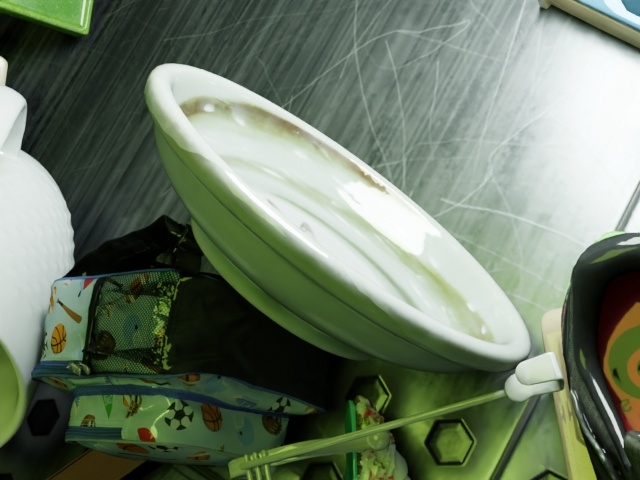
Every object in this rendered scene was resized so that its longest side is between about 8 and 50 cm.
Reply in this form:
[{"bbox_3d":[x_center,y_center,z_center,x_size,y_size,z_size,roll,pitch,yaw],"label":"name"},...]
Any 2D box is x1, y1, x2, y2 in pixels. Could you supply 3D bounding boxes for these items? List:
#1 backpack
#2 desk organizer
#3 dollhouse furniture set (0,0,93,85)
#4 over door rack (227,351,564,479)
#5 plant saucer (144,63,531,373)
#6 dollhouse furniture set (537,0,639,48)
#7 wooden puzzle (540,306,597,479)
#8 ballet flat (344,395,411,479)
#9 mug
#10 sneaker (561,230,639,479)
[{"bbox_3d":[-0.146,0.118,0.905,0.263,0.276,0.213,3,70,39],"label":"backpack"},{"bbox_3d":[-0.238,0.257,1.000,0.130,0.047,0.050,-36,62,8],"label":"desk organizer"},{"bbox_3d":[-0.450,-0.252,1.293,0.198,0.151,0.301,11,92,49],"label":"dollhouse furniture set"},{"bbox_3d":[0.085,0.254,0.721,0.324,0.108,0.239,-24,67,29],"label":"over door rack"},{"bbox_3d":[0.000,0.000,0.800,0.400,0.400,0.100,47,108,31],"label":"plant saucer"},{"bbox_3d":[0.322,-0.348,0.829,0.198,0.303,0.286,38,89,31],"label":"dollhouse furniture set"},{"bbox_3d":[0.318,0.154,0.779,0.221,0.044,0.238,-13,66,20],"label":"wooden puzzle"},{"bbox_3d":[0.056,0.269,0.850,0.077,0.091,0.241,5,74,-5],"label":"ballet flat"},{"bbox_3d":[-0.397,0.003,0.990,0.328,0.276,0.374,-87,22,-55],"label":"mug"},{"bbox_3d":[0.278,0.207,0.634,0.185,0.202,0.482,-28,62,15],"label":"sneaker"}]
